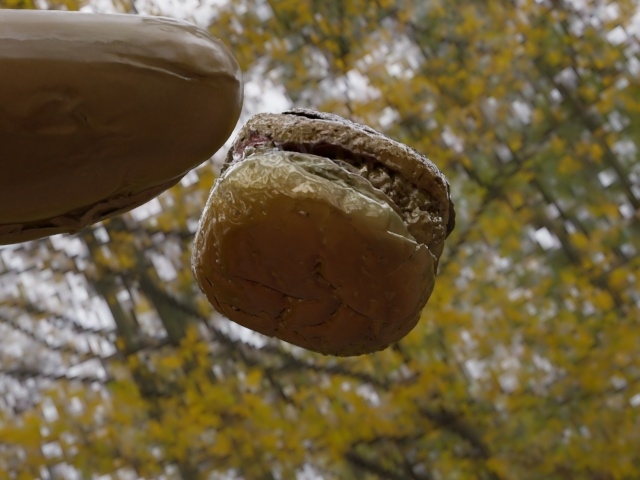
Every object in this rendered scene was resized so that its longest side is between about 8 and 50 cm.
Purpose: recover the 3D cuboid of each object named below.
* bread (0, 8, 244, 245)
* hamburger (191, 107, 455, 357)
[{"bbox_3d":[-0.116,-0.035,0.576,0.189,0.077,0.114,-5,4,-16],"label":"bread"},{"bbox_3d":[0.000,0.000,1.610,0.244,0.163,0.244,9,-44,9],"label":"hamburger"}]
